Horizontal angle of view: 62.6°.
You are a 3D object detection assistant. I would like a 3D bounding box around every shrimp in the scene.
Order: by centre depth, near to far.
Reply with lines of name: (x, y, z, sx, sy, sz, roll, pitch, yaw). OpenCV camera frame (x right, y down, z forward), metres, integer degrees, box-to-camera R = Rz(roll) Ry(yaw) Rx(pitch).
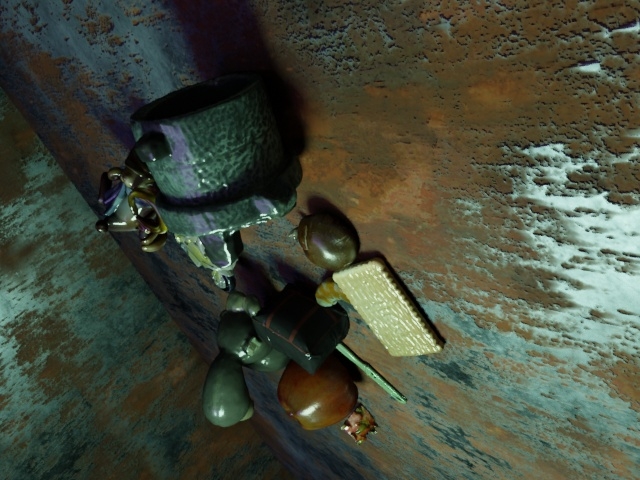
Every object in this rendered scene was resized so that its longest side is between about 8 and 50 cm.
shrimp: (0.066, 0.152, 1.248, 0.166, 0.049, 0.161, 39, 152, -1)

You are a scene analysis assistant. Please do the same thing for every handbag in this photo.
handbag: (-0.047, 0.219, 1.357, 0.215, 0.169, 0.155, 27, 144, 30)

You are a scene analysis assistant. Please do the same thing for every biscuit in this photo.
biscuit: (0.143, 0.146, 1.118, 0.250, 0.030, 0.160, 53, 143, -11)

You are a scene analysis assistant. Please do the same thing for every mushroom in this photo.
mushroom: (-0.001, 0.001, 1.096, 0.170, 0.080, 0.135, 14, 128, 43)

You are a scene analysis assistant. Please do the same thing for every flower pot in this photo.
flower pot: (-0.168, -0.125, 0.945, 0.299, 0.299, 0.283, 18, 134, 44)

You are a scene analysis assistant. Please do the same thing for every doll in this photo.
doll: (-0.492, -0.122, 1.427, 0.339, 0.209, 0.318, -41, 77, 38)
doll: (-0.221, 0.353, 1.571, 0.252, 0.379, 0.382, 25, 163, 28)

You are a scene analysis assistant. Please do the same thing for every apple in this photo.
apple: (-0.004, 0.431, 1.524, 0.234, 0.234, 0.234, 35, 151, 23)

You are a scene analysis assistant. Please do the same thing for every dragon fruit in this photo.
dragon fruit: (0.129, 0.610, 1.708, 0.096, 0.102, 0.147, 43, 164, 23)

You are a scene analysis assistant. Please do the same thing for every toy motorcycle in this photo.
toy motorcycle: (-0.344, -0.011, 1.544, 0.341, 0.107, 0.223, 50, 144, 10)

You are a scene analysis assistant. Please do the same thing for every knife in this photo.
knife: (0.120, 0.347, 1.451, 0.293, 0.020, 0.043, 40, 151, 12)
